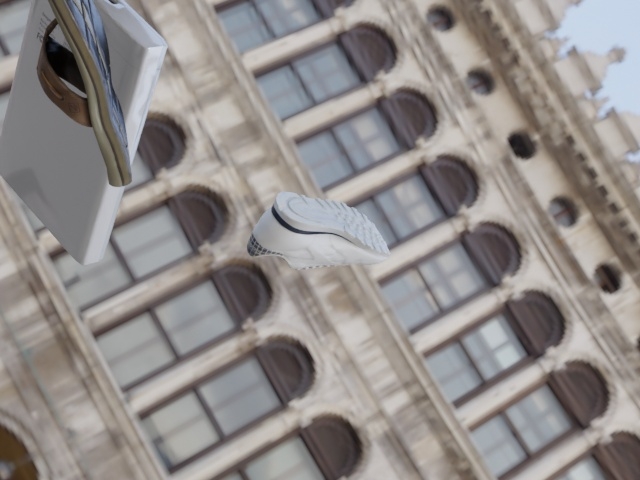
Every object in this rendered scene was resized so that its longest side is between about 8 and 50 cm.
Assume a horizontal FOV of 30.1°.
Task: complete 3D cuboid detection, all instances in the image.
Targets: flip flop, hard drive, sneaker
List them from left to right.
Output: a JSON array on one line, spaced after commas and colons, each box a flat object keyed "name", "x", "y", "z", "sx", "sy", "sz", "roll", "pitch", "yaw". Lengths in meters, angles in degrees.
[{"name": "hard drive", "x": -0.326, "y": -0.172, "z": 1.575, "sx": 0.233, "sy": 0.047, "sz": 0.353, "roll": 44, "pitch": -50, "yaw": 26}, {"name": "flip flop", "x": -0.278, "y": -0.179, "z": 1.360, "sx": 0.112, "sy": 0.080, "sz": 0.277, "roll": -99, "pitch": 180, "yaw": -52}, {"name": "sneaker", "x": 0.000, "y": 0.000, "z": 1.683, "sx": 0.095, "sy": 0.235, "sz": 0.090, "roll": -53, "pitch": -135, "yaw": 22}]
